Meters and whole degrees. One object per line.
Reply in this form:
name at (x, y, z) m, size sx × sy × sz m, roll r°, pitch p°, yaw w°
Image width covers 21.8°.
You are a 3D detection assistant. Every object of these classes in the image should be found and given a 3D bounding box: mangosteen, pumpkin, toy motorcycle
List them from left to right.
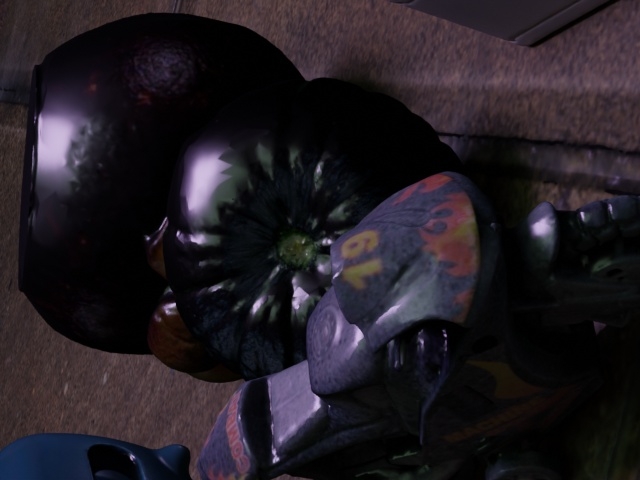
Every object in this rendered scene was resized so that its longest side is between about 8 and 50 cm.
mangosteen at (-0.104, -0.022, 1.202) m, size 0.287 × 0.233 × 0.288 m, roll -172°, pitch 90°, yaw -71°
pumpkin at (0.000, 0.000, 1.014) m, size 0.140 × 0.202 × 0.202 m, roll -14°, pitch -58°, yaw -74°
toy motorcycle at (0.057, 0.058, 0.851) m, size 0.307 × 0.173 × 0.108 m, roll -50°, pitch 35°, yaw 45°

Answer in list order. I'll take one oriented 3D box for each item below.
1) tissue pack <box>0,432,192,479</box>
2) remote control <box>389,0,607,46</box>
tissue pack at (-0.173, 0.272, 1.240) m, size 0.206 × 0.198 × 0.287 m, roll -63°, pitch 24°, yaw 19°
remote control at (0.139, -0.179, 0.883) m, size 0.277 × 0.103 × 0.055 m, roll -25°, pitch 53°, yaw 62°
